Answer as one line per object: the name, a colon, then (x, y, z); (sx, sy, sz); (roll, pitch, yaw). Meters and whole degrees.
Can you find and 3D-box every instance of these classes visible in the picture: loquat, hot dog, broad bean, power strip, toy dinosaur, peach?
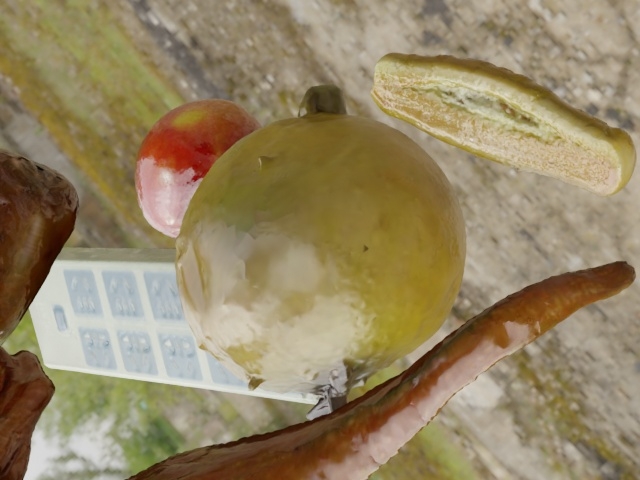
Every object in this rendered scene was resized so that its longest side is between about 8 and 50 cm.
loquat: (0.000, 0.000, 0.653); (0.172, 0.204, 0.149); (-21, 146, 37)
hot dog: (0.086, -0.060, 0.529); (0.137, 0.028, 0.044); (24, 127, 32)
broad bean: (-0.224, 0.020, 0.731); (0.084, 0.165, 0.114); (27, -179, -27)
power strip: (-0.125, 0.060, 0.894); (0.367, 0.043, 0.106); (0, 107, 42)
toy dinosaur: (-0.098, 0.117, 0.440); (0.097, 0.432, 0.208); (39, -177, -33)
peach: (-0.167, -0.101, 1.584); (0.190, 0.196, 0.226); (10, -152, -20)
